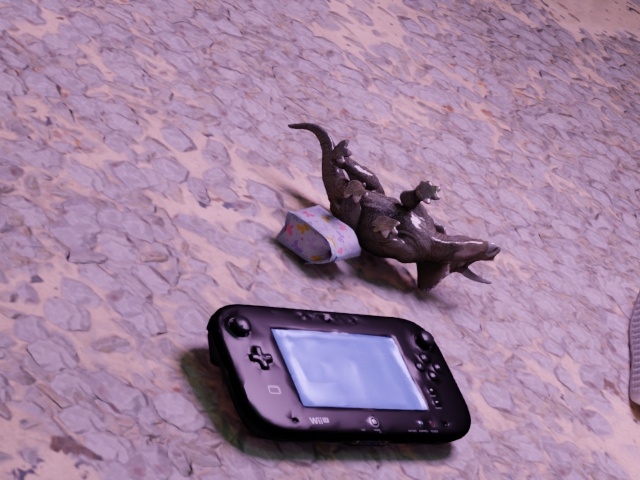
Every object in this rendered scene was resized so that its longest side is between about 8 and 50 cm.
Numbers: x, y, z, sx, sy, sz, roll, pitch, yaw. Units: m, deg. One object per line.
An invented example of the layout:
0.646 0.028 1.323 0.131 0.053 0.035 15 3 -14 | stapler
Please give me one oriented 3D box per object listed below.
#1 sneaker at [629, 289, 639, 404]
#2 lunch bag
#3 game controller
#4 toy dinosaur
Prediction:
0.496 0.134 2.135 0.127 0.126 0.321 26 39 -4 | sneaker
0.000 0.000 1.909 0.083 0.053 0.071 33 24 22 | lunch bag
0.025 0.146 1.683 0.319 0.067 0.166 6 37 -40 | game controller
0.068 -0.031 1.970 0.313 0.160 0.121 28 64 16 | toy dinosaur
